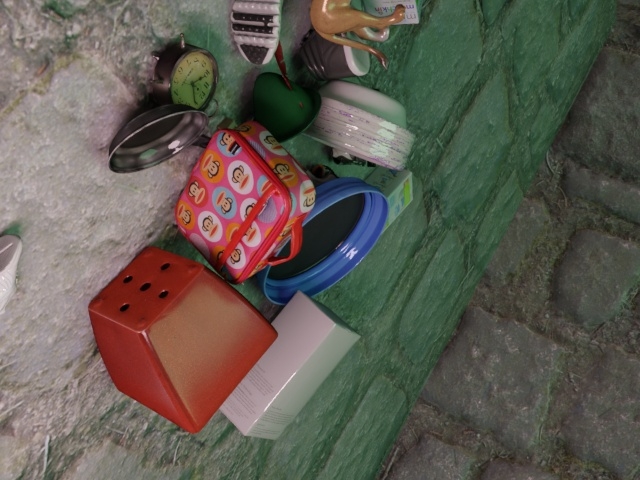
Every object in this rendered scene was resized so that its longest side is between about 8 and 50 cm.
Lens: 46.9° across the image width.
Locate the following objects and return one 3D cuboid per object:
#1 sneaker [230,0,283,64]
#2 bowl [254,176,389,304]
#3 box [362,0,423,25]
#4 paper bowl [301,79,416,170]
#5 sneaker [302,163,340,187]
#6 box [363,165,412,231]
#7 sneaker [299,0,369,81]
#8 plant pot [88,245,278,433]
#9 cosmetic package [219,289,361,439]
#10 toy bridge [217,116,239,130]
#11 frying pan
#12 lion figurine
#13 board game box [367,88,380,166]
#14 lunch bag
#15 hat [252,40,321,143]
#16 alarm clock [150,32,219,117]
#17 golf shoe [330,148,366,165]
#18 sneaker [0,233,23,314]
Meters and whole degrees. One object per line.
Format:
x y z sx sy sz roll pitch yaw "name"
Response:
-0.103 -0.488 1.425 0.118 0.110 0.292 -42 144 -53 "sneaker"
0.000 0.000 1.854 0.391 0.077 0.391 -31 152 -19 "bowl"
0.158 -0.650 1.632 0.231 0.127 0.262 64 33 -53 "box"
0.084 -0.274 1.702 0.284 0.284 0.148 10 101 -61 "paper bowl"
0.021 -0.142 1.892 0.271 0.100 0.108 -10 114 -56 "sneaker"
0.173 -0.117 2.152 0.203 0.103 0.114 -46 145 -32 "box"
0.012 -0.488 1.626 0.104 0.147 0.296 0 80 -54 "sneaker"
-0.294 0.168 1.456 0.267 0.267 0.236 -50 135 -27 "plant pot"
-0.085 0.331 1.927 0.365 0.155 0.197 -51 151 -1 "cosmetic package"
-0.167 -0.199 1.605 0.063 0.026 0.188 -54 148 -23 "toy bridge"
-0.246 -0.202 1.349 0.326 0.053 0.197 -24 170 -40 "frying pan"
0.043 -0.519 1.429 0.240 0.142 0.392 -5 119 -12 "lion figurine"
0.141 -0.300 1.957 0.186 0.026 0.126 -79 168 -45 "board game box"
-0.141 -0.057 1.445 0.120 0.258 0.293 -28 162 -47 "lunch bag"
-0.113 -0.328 1.515 0.173 0.208 0.183 -27 130 8 "hat"
-0.243 -0.288 1.374 0.129 0.064 0.192 -60 148 -11 "alarm clock"
0.075 -0.235 1.949 0.198 0.094 0.077 -2 89 -83 "golf shoe"
-0.518 0.058 1.195 0.152 0.053 0.061 -63 161 6 "sneaker"
